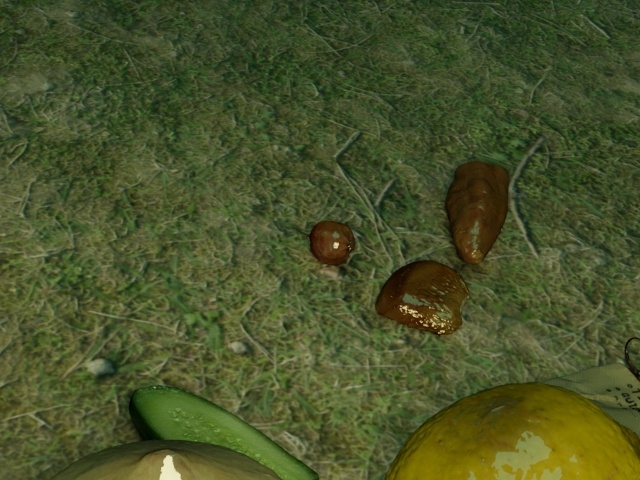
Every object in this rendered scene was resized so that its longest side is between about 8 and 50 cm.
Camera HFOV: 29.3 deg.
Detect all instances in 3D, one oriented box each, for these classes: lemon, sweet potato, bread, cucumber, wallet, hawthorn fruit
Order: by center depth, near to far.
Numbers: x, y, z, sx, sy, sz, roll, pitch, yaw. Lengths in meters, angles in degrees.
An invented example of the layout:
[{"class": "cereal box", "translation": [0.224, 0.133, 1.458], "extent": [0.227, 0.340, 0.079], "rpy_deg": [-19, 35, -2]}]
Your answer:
[{"class": "lemon", "translation": [0.205, 0.275, 1.289], "extent": [0.310, 0.253, 0.253], "rpy_deg": [-28, 47, -18]}, {"class": "cucumber", "translation": [-0.130, 0.249, 1.424], "extent": [0.244, 0.063, 0.115], "rpy_deg": [34, 37, 31]}, {"class": "wallet", "translation": [0.375, 0.261, 1.500], "extent": [0.275, 0.068, 0.335], "rpy_deg": [-8, 41, -23]}, {"class": "bread", "translation": [0.149, 0.075, 1.731], "extent": [0.126, 0.044, 0.129], "rpy_deg": [18, 34, 11]}, {"class": "hawthorn fruit", "translation": [0.000, 0.000, 1.791], "extent": [0.103, 0.066, 0.067], "rpy_deg": [11, 35, 24]}, {"class": "sweet potato", "translation": [0.237, -0.045, 1.866], "extent": [0.097, 0.097, 0.251], "rpy_deg": [12, 35, 5]}]

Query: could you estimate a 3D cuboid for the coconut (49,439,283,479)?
[{"class": "coconut", "translation": [-0.141, 0.313, 1.120], "extent": [0.329, 0.328, 0.328], "rpy_deg": [5, 36, -4]}]
